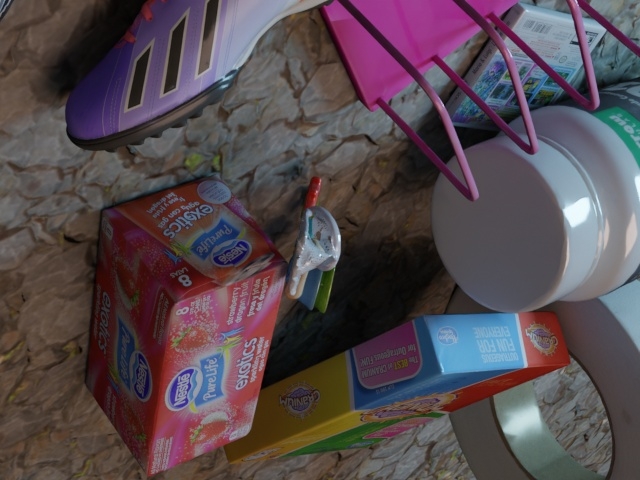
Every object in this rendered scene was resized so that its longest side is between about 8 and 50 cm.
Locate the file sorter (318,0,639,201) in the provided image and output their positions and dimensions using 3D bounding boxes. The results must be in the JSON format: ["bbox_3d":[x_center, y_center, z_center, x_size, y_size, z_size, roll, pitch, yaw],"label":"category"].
[{"bbox_3d":[0.175,-0.205,1.279,0.291,0.182,0.202,-38,149,-4],"label":"file sorter"}]

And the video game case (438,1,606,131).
[{"bbox_3d":[0.208,-0.172,1.517,0.157,0.019,0.143,1,131,-49],"label":"video game case"}]

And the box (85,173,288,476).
[{"bbox_3d":[-0.129,0.081,1.370,0.123,0.128,0.256,-21,145,-30],"label":"box"}]

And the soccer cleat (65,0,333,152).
[{"bbox_3d":[-0.078,-0.192,1.120,0.318,0.108,0.116,-37,129,-2],"label":"soccer cleat"}]

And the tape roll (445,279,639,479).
[{"bbox_3d":[0.288,0.194,1.715,0.072,0.392,0.392,-18,143,-32],"label":"tape roll"}]

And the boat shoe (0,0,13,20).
[{"bbox_3d":[-0.198,-0.212,0.976,0.076,0.080,0.228,0,123,-46],"label":"boat shoe"}]

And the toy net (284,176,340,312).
[{"bbox_3d":[0.000,0.000,1.351,0.232,0.045,0.122,120,-16,-85],"label":"toy net"}]

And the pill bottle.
[{"bbox_3d":[0.295,-0.054,1.550,0.361,0.204,0.204,-20,145,-42],"label":"pill bottle"}]

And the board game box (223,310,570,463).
[{"bbox_3d":[0.078,0.161,1.631,0.317,0.064,0.242,-28,161,38],"label":"board game box"}]
